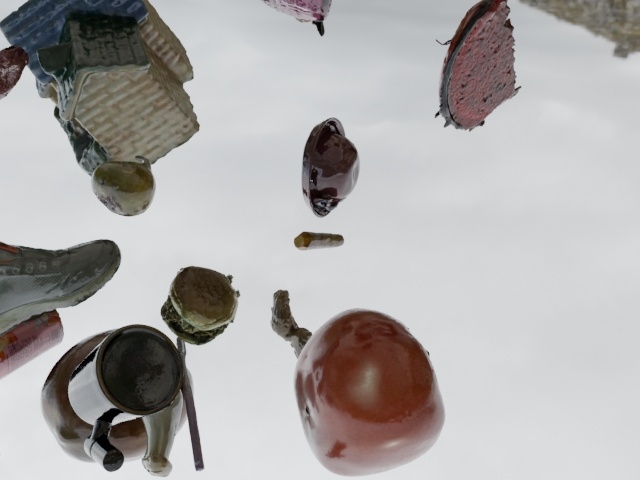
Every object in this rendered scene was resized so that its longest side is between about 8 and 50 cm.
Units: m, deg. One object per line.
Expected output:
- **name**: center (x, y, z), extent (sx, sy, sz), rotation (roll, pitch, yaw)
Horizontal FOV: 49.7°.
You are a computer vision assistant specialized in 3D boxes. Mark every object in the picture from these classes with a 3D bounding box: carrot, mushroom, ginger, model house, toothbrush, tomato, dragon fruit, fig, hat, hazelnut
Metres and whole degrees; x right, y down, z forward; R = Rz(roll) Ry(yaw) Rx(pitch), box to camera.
- **carrot**: center (0.000, 0.000, 1.490), extent (0.042, 0.042, 0.171), rotation (19, -169, 32)
- **mushroom**: center (-0.343, 0.380, 1.454), extent (0.093, 0.116, 0.225), rotation (-2, -114, 2)
- **ginger**: center (-0.082, 0.291, 2.162), extent (0.084, 0.290, 0.122), rotation (-25, 174, -38)
- **model house**: center (-0.561, -0.437, 1.701), extent (0.395, 0.400, 0.445), rotation (-27, -127, 4)
- **toothbrush**: center (-0.322, 0.388, 1.690), extent (0.024, 0.029, 0.353), rotation (-16, -124, -2)
- **tomato**: center (0.079, 0.298, 1.375), extent (0.273, 0.341, 0.341), rotation (-20, -150, -20)
- **dragon fruit**: center (0.356, -0.415, 1.666), extent (0.282, 0.343, 0.100), rotation (-44, -127, -18)
- **fig**: center (-0.263, -0.081, 0.963), extent (0.084, 0.082, 0.098), rotation (16, -128, 40)
- **hat**: center (0.029, -0.145, 1.391), extent (0.089, 0.205, 0.205), rotation (7, -158, 20)
- **hazelnut**: center (-0.508, 0.403, 1.754), extent (0.366, 0.365, 0.365), rotation (4, -158, -1)

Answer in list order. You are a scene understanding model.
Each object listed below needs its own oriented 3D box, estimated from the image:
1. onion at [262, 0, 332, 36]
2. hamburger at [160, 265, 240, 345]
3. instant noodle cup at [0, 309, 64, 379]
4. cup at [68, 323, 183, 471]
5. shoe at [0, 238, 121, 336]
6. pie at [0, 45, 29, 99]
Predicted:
- **onion**: center (-0.039, -0.523, 1.081), extent (0.159, 0.348, 0.267), rotation (6, -143, -7)
- **hamburger**: center (-0.241, 0.123, 1.442), extent (0.159, 0.131, 0.185), rotation (36, -134, 9)
- **instant noodle cup**: center (-0.867, 0.256, 1.917), extent (0.243, 0.242, 0.231), rotation (19, -148, 32)
- **cup**: center (-0.385, 0.283, 1.264), extent (0.177, 0.166, 0.239), rotation (-31, -158, 44)
- **shoe**: center (-0.541, 0.050, 1.248), extent (0.337, 0.171, 0.132), rotation (-26, -139, -11)
- **pie**: center (-0.694, -0.355, 1.496), extent (0.038, 0.153, 0.153), rotation (43, -157, -6)
